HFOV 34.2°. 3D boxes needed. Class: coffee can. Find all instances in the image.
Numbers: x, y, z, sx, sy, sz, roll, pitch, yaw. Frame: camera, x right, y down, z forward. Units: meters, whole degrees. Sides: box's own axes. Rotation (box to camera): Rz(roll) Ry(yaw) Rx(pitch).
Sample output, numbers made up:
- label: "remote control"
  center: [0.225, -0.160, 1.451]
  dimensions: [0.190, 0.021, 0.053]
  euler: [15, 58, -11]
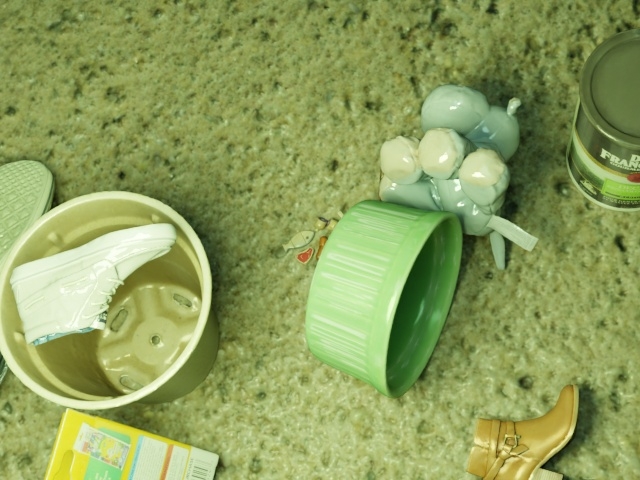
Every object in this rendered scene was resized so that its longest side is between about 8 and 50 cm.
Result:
- label: "coffee can"
  center: [0.507, -0.186, 1.671]
  dimensions: [0.201, 0.275, 0.201]
  euler: [-3, 71, 8]

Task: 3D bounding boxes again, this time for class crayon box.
- label: "crayon box"
  center: [-0.312, 0.386, 1.581]
  dimensions: [0.083, 0.323, 0.203]
  euler: [-1, 68, 39]

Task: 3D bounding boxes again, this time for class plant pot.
- label: "plant pot"
  center: [-0.303, 0.128, 1.671]
  dimensions: [0.333, 0.305, 0.334]
  euler: [-2, 72, 8]

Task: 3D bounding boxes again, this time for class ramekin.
- label: "ramekin"
  center: [0.099, 0.082, 1.638]
  dimensions: [0.148, 0.303, 0.303]
  euler: [18, 75, 22]

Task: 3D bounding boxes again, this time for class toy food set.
- label: "toy food set"
  center: [0.000, 0.000, 1.820]
  dimensions: [0.122, 0.019, 0.078]
  euler: [-35, 70, -4]

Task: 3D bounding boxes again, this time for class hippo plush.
- label: "hippo plush"
  center: [0.257, -0.148, 1.697]
  dimensions: [0.294, 0.234, 0.236]
  euler: [28, 64, -6]

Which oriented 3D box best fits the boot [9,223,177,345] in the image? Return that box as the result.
- label: "boot"
  center: [-0.315, 0.068, 1.491]
  dimensions: [0.258, 0.095, 0.123]
  euler: [-19, 76, 11]

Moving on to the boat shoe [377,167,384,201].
- label: "boat shoe"
  center: [0.131, -0.068, 1.797]
  dimensions: [0.073, 0.073, 0.207]
  euler: [-4, 72, 6]

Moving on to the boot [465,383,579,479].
- label: "boot"
  center: [0.322, 0.302, 1.645]
  dimensions: [0.152, 0.073, 0.197]
  euler: [15, 72, 17]

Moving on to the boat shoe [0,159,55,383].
- label: "boat shoe"
  center: [-0.583, 0.082, 1.816]
  dimensions: [0.186, 0.156, 0.500]
  euler: [3, 60, 15]
